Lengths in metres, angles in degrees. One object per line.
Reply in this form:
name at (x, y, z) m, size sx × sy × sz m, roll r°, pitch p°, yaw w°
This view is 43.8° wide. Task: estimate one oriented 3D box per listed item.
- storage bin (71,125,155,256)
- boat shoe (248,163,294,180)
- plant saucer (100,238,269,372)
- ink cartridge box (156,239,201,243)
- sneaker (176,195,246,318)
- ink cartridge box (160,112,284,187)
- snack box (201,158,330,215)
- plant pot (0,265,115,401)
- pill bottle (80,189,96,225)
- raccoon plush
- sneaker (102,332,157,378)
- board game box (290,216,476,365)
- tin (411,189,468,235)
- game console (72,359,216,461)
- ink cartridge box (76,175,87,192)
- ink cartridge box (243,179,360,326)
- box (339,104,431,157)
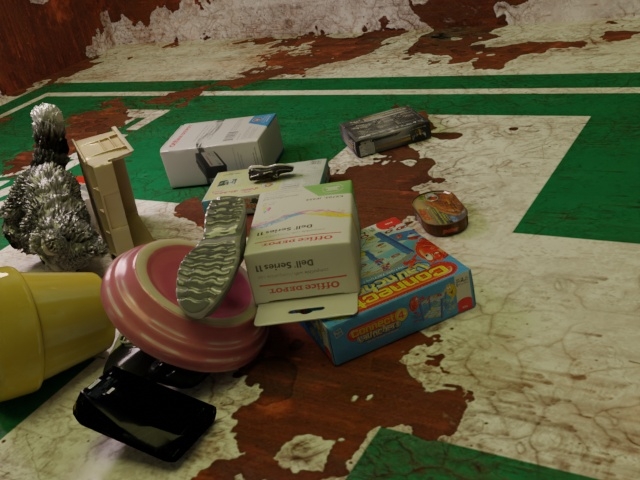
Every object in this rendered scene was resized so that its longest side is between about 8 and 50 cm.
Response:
storage bin at (-0.529, -0.126, 2.050) m, size 0.123 × 0.262 × 0.260 m, roll -17°, pitch 28°, yaw -19°
boat shoe at (-0.131, -0.180, 2.110) m, size 0.125 × 0.038 × 0.046 m, roll -2°, pitch -14°, yaw 8°
plant saucer at (-0.243, 0.104, 1.512) m, size 0.332 × 0.084 × 0.332 m, roll 22°, pitch 28°, yaw -13°
ink cartridge box at (-0.336, 0.050, 1.863) m, size 0.150 × 0.063 × 0.109 m, roll 2°, pitch 30°, yaw 24°
sneaker at (-0.180, 0.045, 1.472) m, size 0.105 × 0.115 × 0.281 m, roll 2°, pitch 44°, yaw 15°
ink cartridge box at (-0.289, -0.269, 2.380) m, size 0.307 × 0.129 × 0.223 m, roll -4°, pitch 28°, yaw 15°
snack box at (-0.143, -0.141, 2.151) m, size 0.322 × 0.060 × 0.187 m, roll -6°, pitch 27°, yaw 11°
plant pot at (-0.546, 0.162, 1.564) m, size 0.239 × 0.254 × 0.254 m, roll -13°, pitch 23°, yaw -36°
pill bottle at (-0.702, -0.095, 2.242) m, size 0.193 × 0.108 × 0.108 m, roll 14°, pitch 37°, yaw 41°
raccoon plush at (-0.662, -0.119, 1.960) m, size 0.216 × 0.446 × 0.299 m, roll -15°, pitch 11°, yaw -34°
sneaker at (-0.349, 0.152, 1.591) m, size 0.122 × 0.146 × 0.330 m, roll -1°, pitch 31°, yaw 18°
board game box at (0.095, 0.088, 1.588) m, size 0.308 × 0.086 × 0.302 m, roll -21°, pitch 28°, yaw -17°
tin at (0.277, -0.065, 1.860) m, size 0.106 × 0.040 × 0.190 m, roll -10°, pitch 27°, yaw -5°
game console at (-0.255, 0.251, 1.436) m, size 0.213 × 0.044 × 0.361 m, roll 18°, pitch 28°, yaw 18°
ink cartridge box at (-0.781, -0.169, 2.477) m, size 0.189 × 0.066 × 0.232 m, roll 6°, pitch 36°, yaw 31°
ink cartridge box at (-0.029, 0.015, 1.551) m, size 0.207 × 0.119 × 0.353 m, roll -8°, pitch 28°, yaw 6°
box at (0.189, -0.327, 2.374) m, size 0.231 × 0.056 × 0.183 m, roll -16°, pitch 27°, yaw -9°
